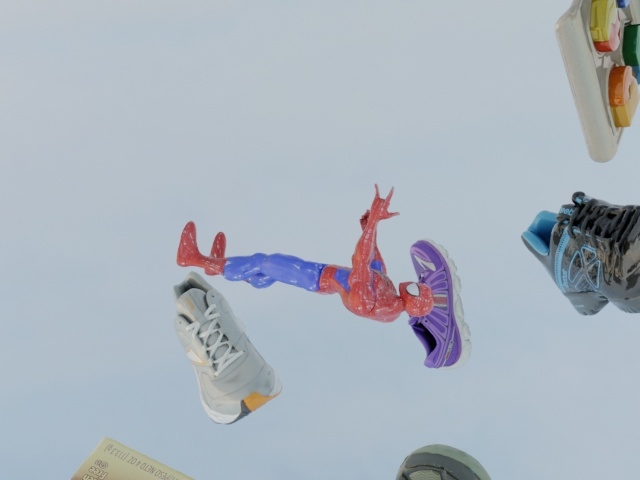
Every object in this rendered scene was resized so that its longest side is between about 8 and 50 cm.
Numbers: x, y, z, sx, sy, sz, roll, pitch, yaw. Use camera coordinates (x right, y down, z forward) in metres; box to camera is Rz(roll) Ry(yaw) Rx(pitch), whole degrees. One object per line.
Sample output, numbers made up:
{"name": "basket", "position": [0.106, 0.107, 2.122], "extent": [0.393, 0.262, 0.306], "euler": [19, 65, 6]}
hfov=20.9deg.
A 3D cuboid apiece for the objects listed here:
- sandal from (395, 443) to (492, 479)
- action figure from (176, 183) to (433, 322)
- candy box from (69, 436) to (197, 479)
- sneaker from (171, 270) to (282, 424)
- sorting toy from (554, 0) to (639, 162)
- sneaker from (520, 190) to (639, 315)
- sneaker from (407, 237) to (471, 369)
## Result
{"name": "sandal", "position": [0.130, 0.278, 1.541], "extent": [0.120, 0.303, 0.086], "euler": [14, -134, 17]}
{"name": "action figure", "position": [0.000, 0.000, 1.726], "extent": [0.280, 0.139, 0.091], "euler": [17, 180, 31]}
{"name": "candy box", "position": [-0.082, 0.295, 1.304], "extent": [0.316, 0.087, 0.183], "euler": [23, -126, 20]}
{"name": "sneaker", "position": [-0.131, 0.125, 2.095], "extent": [0.099, 0.121, 0.262], "euler": [-32, -153, -6]}
{"name": "sorting toy", "position": [0.315, -0.216, 1.846], "extent": [0.038, 0.193, 0.208], "euler": [2, -138, 30]}
{"name": "sneaker", "position": [0.348, 0.009, 2.097], "extent": [0.139, 0.341, 0.125], "euler": [42, -110, -6]}
{"name": "sneaker", "position": [0.137, 0.078, 2.148], "extent": [0.071, 0.068, 0.170], "euler": [-7, -108, -20]}
